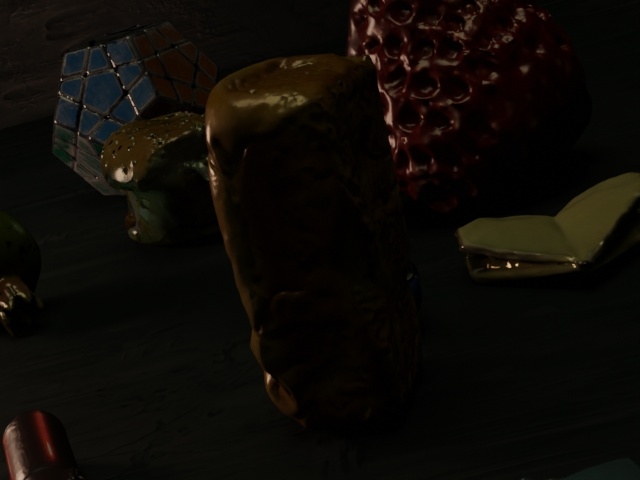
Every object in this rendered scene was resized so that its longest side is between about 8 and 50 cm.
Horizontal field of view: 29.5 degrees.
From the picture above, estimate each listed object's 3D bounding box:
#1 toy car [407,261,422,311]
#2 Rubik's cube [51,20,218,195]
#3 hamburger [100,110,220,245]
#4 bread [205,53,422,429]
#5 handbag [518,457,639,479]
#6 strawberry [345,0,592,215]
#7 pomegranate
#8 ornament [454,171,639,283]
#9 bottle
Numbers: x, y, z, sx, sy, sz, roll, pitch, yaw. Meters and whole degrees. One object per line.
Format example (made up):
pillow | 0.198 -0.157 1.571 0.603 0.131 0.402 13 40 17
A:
toy car | 0.040 0.047 1.204 0.103 0.063 0.216 -16 10 -3
Rubik's cube | -0.322 -0.228 2.107 0.319 0.319 0.264 -12 -10 14
hamburger | -0.213 -0.086 1.697 0.192 0.168 0.288 -23 17 -30
bread | 0.000 0.000 0.986 0.132 0.294 0.167 -7 20 12
handbag | 0.097 0.185 0.705 0.221 0.057 0.144 -15 12 4
strawberry | 0.171 -0.227 1.491 0.317 0.345 0.295 -21 15 -18
pomegranate | -0.418 0.046 1.523 0.159 0.159 0.205 -25 43 -29
ornament | 0.240 0.000 1.195 0.201 0.059 0.180 -17 17 5
bottle | -0.223 0.189 0.987 0.060 0.060 0.164 -20 17 -14
